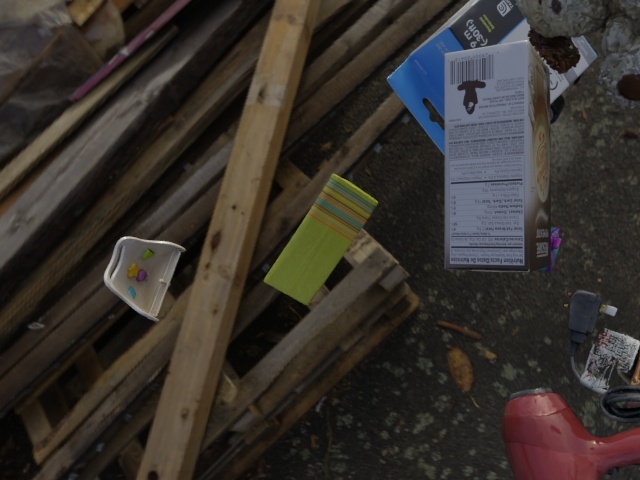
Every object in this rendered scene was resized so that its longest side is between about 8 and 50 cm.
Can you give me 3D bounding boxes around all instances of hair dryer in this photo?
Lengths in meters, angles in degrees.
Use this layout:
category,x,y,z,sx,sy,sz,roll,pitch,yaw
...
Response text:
category,x,y,z,sx,sy,sz,roll,pitch,yaw
hair dryer,0.282,0.196,0.567,0.224,0.080,0.293,23,88,46

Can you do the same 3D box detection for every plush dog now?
category,x,y,z,sx,sy,sz,roll,pitch,yaw
plush dog,0.349,-0.320,0.731,0.225,0.262,0.210,18,53,42

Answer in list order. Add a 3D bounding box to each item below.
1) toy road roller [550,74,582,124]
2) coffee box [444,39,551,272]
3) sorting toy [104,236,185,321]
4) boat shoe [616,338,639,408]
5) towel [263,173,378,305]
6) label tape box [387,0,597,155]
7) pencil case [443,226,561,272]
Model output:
category,x,y,z,sx,sy,sz,roll,pitch,yaw
toy road roller,0.494,-0.455,1.463,0.241,0.329,0.202,18,63,35
coffee box,0.212,-0.089,0.704,0.098,0.141,0.246,0,91,31
sorting toy,-0.189,0.032,0.613,0.045,0.075,0.083,10,73,26
boat shoe,0.551,0.198,0.976,0.123,0.342,0.123,-15,99,31
towel,0.000,0.000,1.090,0.237,0.102,0.021,-56,18,7
label tape box,0.338,-0.338,1.165,0.348,0.249,0.115,-44,13,-14
pencil case,0.256,-0.003,0.839,0.152,0.070,0.064,15,70,21
